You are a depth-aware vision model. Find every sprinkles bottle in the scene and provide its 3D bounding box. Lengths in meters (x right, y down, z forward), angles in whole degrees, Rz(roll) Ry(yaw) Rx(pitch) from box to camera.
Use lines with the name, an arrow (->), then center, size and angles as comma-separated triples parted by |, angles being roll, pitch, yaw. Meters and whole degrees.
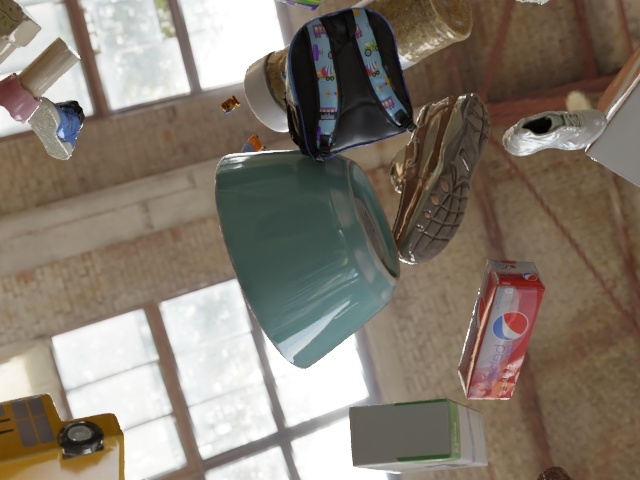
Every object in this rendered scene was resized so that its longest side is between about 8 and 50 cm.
sprinkles bottle -> 0.050, -0.279, 1.659 | 0.355, 0.121, 0.121 | -23, -96, 36

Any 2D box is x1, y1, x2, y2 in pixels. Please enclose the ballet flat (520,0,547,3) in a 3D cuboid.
ballet flat -> 0.127, -0.364, 1.359 | 0.147, 0.409, 0.147 | -166, -90, -80

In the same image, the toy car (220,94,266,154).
toy car -> -0.131, -0.175, 1.873 | 0.122, 0.040, 0.060 | 58, -13, 14

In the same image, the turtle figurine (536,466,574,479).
turtle figurine -> 0.178, 0.237, 0.799 | 0.087, 0.269, 0.217 | 63, -14, -17

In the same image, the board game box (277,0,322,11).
board game box -> -0.046, -0.294, 0.982 | 0.275, 0.142, 0.144 | -113, -143, -81

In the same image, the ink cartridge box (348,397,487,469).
ink cartridge box -> 0.151, 0.297, 1.692 | 0.212, 0.154, 0.093 | 30, 54, -65

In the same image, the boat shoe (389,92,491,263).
boat shoe -> 0.173, -0.100, 1.808 | 0.116, 0.324, 0.123 | 5, -36, 32

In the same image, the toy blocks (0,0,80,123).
toy blocks -> -0.531, -0.275, 1.436 | 0.288, 0.260, 0.309 | 49, 3, 17

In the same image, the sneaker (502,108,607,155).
sneaker -> 0.331, -0.154, 1.550 | 0.061, 0.152, 0.054 | 111, -37, -68

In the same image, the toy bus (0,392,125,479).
toy bus -> -0.411, 0.275, 1.364 | 0.130, 0.332, 0.108 | -130, -143, -50

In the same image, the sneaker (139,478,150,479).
sneaker -> -0.282, 0.477, 1.727 | 0.102, 0.161, 0.282 | -82, -163, -67

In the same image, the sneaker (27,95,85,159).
sneaker -> -0.428, -0.206, 1.826 | 0.152, 0.058, 0.085 | 76, 26, -59

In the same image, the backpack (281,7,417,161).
backpack -> 0.024, -0.205, 1.406 | 0.117, 0.158, 0.173 | -132, -155, -64

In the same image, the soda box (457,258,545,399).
soda box -> 0.322, 0.164, 2.024 | 0.083, 0.092, 0.263 | -101, -163, -56

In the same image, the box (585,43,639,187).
box -> 0.579, -0.262, 1.719 | 0.168, 0.215, 0.345 | 31, -53, 0

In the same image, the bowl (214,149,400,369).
bowl -> 0.000, 0.000, 1.512 | 0.311, 0.163, 0.312 | -22, 90, -76
